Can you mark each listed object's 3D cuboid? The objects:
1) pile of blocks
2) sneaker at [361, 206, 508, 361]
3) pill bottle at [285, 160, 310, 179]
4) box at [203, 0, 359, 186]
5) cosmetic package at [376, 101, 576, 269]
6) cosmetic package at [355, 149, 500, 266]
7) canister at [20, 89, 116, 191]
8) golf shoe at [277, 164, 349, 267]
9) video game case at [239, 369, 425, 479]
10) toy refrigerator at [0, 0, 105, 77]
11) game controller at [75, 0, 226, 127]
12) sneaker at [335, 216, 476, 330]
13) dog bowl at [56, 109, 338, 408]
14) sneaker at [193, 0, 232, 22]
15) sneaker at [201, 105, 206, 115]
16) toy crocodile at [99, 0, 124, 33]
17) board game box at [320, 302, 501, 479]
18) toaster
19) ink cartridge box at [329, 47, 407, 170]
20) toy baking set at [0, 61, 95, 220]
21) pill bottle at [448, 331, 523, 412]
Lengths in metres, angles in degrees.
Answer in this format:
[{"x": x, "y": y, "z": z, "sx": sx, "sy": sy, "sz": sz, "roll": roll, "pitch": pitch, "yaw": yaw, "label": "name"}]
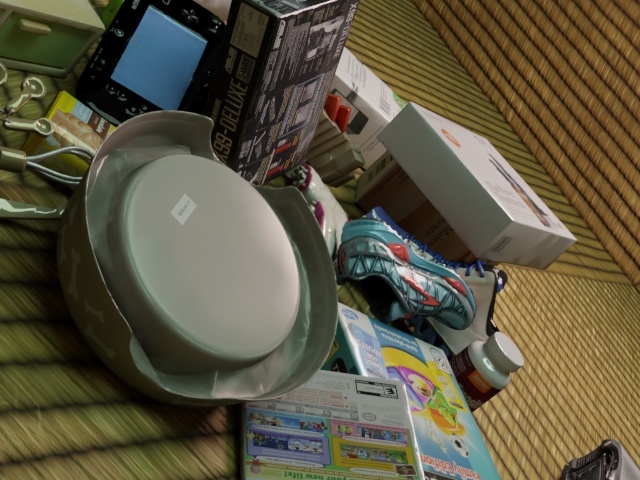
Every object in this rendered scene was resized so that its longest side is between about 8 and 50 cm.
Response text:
[{"x": -0.026, "y": -0.245, "z": 1.614, "sx": 0.362, "sy": 0.112, "sz": 0.149, "roll": 49, "pitch": 25, "yaw": -34, "label": "pile of blocks"}, {"x": 0.203, "y": 0.063, "z": 1.577, "sx": 0.316, "sy": 0.182, "sz": 0.127, "roll": 58, "pitch": 13, "yaw": 5, "label": "sneaker"}, {"x": -0.028, "y": -0.121, "z": 1.693, "sx": 0.083, "sy": 0.043, "sz": 0.043, "roll": 7, "pitch": 45, "yaw": -56, "label": "pill bottle"}, {"x": -0.066, "y": -0.223, "z": 1.388, "sx": 0.076, "sy": 0.308, "sz": 0.242, "roll": 31, "pitch": 34, "yaw": 17, "label": "box"}, {"x": 0.292, "y": -0.089, "z": 1.729, "sx": 0.284, "sy": 0.097, "sz": 0.377, "roll": 51, "pitch": 20, "yaw": 23, "label": "cosmetic package"}, {"x": 0.225, "y": -0.052, "z": 1.890, "sx": 0.296, "sy": 0.153, "sz": 0.129, "roll": 39, "pitch": 25, "yaw": -15, "label": "cosmetic package"}, {"x": -0.277, "y": -0.099, "z": 1.189, "sx": 0.170, "sy": 0.073, "sz": 0.126, "roll": 36, "pitch": 25, "yaw": -21, "label": "canister"}, {"x": 0.000, "y": 0.000, "z": 1.466, "sx": 0.140, "sy": 0.115, "sz": 0.306, "roll": 41, "pitch": 25, "yaw": -23, "label": "golf shoe"}, {"x": 0.011, "y": 0.225, "z": 1.110, "sx": 0.212, "sy": 0.023, "sz": 0.193, "roll": 10, "pitch": 34, "yaw": -13, "label": "video game case"}, {"x": -0.411, "y": -0.286, "z": 1.218, "sx": 0.094, "sy": 0.102, "sz": 0.269, "roll": 55, "pitch": 23, "yaw": 18, "label": "toy refrigerator"}, {"x": -0.231, "y": -0.249, "z": 1.350, "sx": 0.166, "sy": 0.067, "sz": 0.319, "roll": 37, "pitch": 42, "yaw": -23, "label": "game controller"}, {"x": 0.120, "y": 0.082, "z": 1.430, "sx": 0.261, "sy": 0.104, "sz": 0.125, "roll": 33, "pitch": 57, "yaw": -21, "label": "sneaker"}, {"x": -0.138, "y": 0.029, "z": 1.077, "sx": 0.348, "sy": 0.102, "sz": 0.349, "roll": 28, "pitch": 46, "yaw": -34, "label": "dog bowl"}, {"x": -0.273, "y": -0.491, "z": 1.758, "sx": 0.365, "sy": 0.137, "sz": 0.210, "roll": 35, "pitch": 26, "yaw": -15, "label": "sneaker"}, {"x": -0.181, "y": -0.273, "z": 1.608, "sx": 0.110, "sy": 0.107, "sz": 0.275, "roll": 15, "pitch": 37, "yaw": -37, "label": "sneaker"}, {"x": -0.269, "y": -0.309, "z": 1.499, "sx": 0.115, "sy": 0.105, "sz": 0.341, "roll": 27, "pitch": 30, "yaw": -39, "label": "toy crocodile"}, {"x": 0.123, "y": 0.263, "z": 1.290, "sx": 0.253, "sy": 0.079, "sz": 0.336, "roll": 26, "pitch": 30, "yaw": -40, "label": "board game box"}, {"x": 0.479, "y": 0.440, "z": 1.564, "sx": 0.146, "sy": 0.129, "sz": 0.227, "roll": 50, "pitch": 22, "yaw": 0, "label": "toaster"}, {"x": 0.056, "y": -0.300, "z": 2.029, "sx": 0.289, "sy": 0.121, "sz": 0.211, "roll": 40, "pitch": 24, "yaw": -16, "label": "ink cartridge box"}, {"x": -0.347, "y": -0.102, "z": 1.043, "sx": 0.196, "sy": 0.030, "sz": 0.256, "roll": -31, "pitch": 87, "yaw": -45, "label": "toy baking set"}, {"x": 0.236, "y": 0.211, "z": 1.476, "sx": 0.086, "sy": 0.152, "sz": 0.086, "roll": 37, "pitch": 25, "yaw": -21, "label": "pill bottle"}]
